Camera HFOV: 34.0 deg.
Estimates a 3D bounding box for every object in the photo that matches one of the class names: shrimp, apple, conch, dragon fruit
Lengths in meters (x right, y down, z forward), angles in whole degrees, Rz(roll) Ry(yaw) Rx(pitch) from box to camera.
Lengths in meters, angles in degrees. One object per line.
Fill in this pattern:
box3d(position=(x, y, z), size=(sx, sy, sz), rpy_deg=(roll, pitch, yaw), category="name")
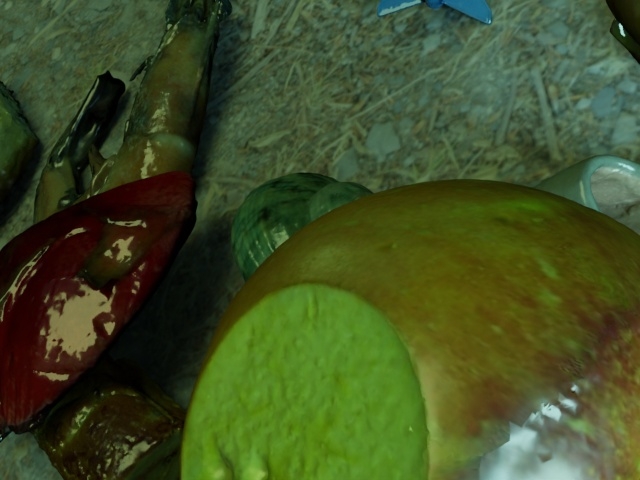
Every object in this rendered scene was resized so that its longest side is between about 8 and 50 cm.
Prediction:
box3d(position=(-0.232, -0.150, 1.294), size=(0.272, 0.085, 0.445), rpy_deg=(7, 71, 44), category="shrimp")
box3d(position=(0.076, 0.142, 0.692), size=(0.374, 0.374, 0.384), rpy_deg=(24, 67, 42), category="apple")
box3d(position=(-0.003, -0.002, 1.002), size=(0.188, 0.122, 0.176), rpy_deg=(7, 43, 34), category="conch")
box3d(position=(-0.281, 0.061, 1.070), size=(0.343, 0.100, 0.282), rpy_deg=(-30, 38, 23), category="dragon fruit")

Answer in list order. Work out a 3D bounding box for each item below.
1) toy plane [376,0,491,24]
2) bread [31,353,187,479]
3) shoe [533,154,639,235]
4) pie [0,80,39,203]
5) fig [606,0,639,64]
box3d(position=(0.127, -0.364, 1.075), size=(0.254, 0.105, 0.271), rpy_deg=(7, 107, 13), category="toy plane")
box3d(position=(-0.202, 0.194, 1.030), size=(0.172, 0.103, 0.132), rpy_deg=(34, 85, 43), category="bread")
box3d(position=(0.225, -0.014, 0.857), size=(0.251, 0.100, 0.103), rpy_deg=(-13, 57, 26), category="shoe")
box3d(position=(-0.538, -0.103, 1.461), size=(0.288, 0.103, 0.355), rpy_deg=(-39, 45, 1), category="pie")
box3d(position=(0.343, -0.222, 0.843), size=(0.235, 0.214, 0.235), rpy_deg=(-9, 38, 7), category="fig")
